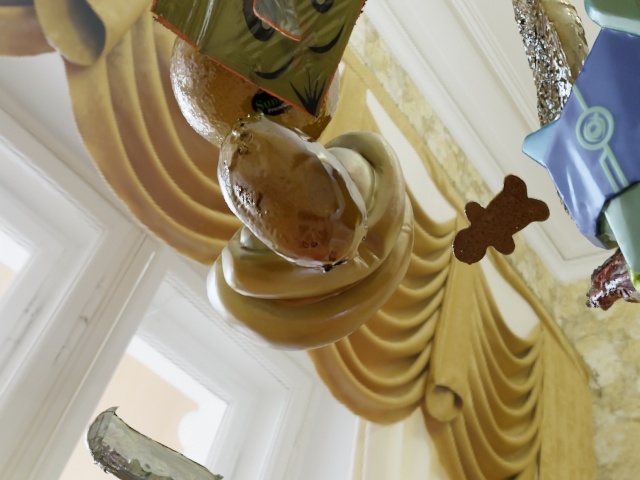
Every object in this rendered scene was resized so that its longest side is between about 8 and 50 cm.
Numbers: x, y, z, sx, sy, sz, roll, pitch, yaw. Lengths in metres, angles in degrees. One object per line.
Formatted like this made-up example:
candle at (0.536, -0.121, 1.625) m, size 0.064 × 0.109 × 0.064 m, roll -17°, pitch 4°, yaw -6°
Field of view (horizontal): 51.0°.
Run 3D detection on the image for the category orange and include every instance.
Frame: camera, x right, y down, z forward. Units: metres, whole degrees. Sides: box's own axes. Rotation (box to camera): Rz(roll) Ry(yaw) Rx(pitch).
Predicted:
orange at (-0.101, -0.261, 1.073) m, size 0.274 × 0.274 × 0.274 m, roll 12°, pitch -39°, yaw 10°

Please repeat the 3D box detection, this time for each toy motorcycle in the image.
toy motorcycle at (0.274, -0.117, 0.534) m, size 0.191 × 0.326 × 0.200 m, roll 10°, pitch 9°, yaw -43°

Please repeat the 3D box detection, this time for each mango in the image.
mango at (-0.037, -0.071, 0.898) m, size 0.248 × 0.156 × 0.151 m, roll 50°, pitch -45°, yaw 18°

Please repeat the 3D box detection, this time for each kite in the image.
kite at (-0.028, -0.282, 0.718) m, size 0.013 × 0.377 × 0.327 m, roll 18°, pitch -49°, yaw 38°

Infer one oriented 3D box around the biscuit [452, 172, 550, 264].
biscuit at (0.350, -0.034, 1.360) m, size 0.138 × 0.031 × 0.205 m, roll 45°, pitch -78°, yaw -2°

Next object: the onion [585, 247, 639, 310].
onion at (0.474, -0.003, 0.809) m, size 0.159 × 0.267 × 0.348 m, roll 23°, pitch -34°, yaw 6°

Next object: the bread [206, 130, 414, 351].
bread at (-0.019, -0.018, 1.172) m, size 0.329 × 0.424 × 0.245 m, roll 19°, pitch -39°, yaw 33°

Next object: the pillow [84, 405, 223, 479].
pillow at (-0.269, 0.372, 1.084) m, size 0.255 × 0.059 × 0.169 m, roll 36°, pitch 1°, yaw -14°

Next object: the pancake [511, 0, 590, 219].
pancake at (0.333, -0.201, 0.944) m, size 0.065 × 0.356 × 0.356 m, roll -11°, pitch -46°, yaw 16°
